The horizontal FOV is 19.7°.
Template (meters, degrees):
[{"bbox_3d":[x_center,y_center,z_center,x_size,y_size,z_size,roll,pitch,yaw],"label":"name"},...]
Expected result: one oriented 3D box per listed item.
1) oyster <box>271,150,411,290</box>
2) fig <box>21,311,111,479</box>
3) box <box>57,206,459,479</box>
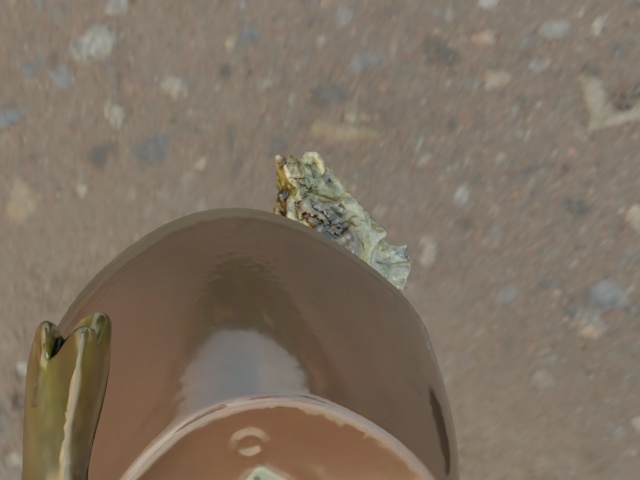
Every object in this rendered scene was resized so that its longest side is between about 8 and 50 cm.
[{"bbox_3d":[-0.001,0.003,1.551,0.108,0.053,0.166,-45,56,14],"label":"oyster"},{"bbox_3d":[-0.115,0.200,0.604,0.286,0.286,0.369,16,109,-3],"label":"fig"},{"bbox_3d":[-0.047,0.152,1.288,0.301,0.216,0.301,-4,116,-7],"label":"box"}]
